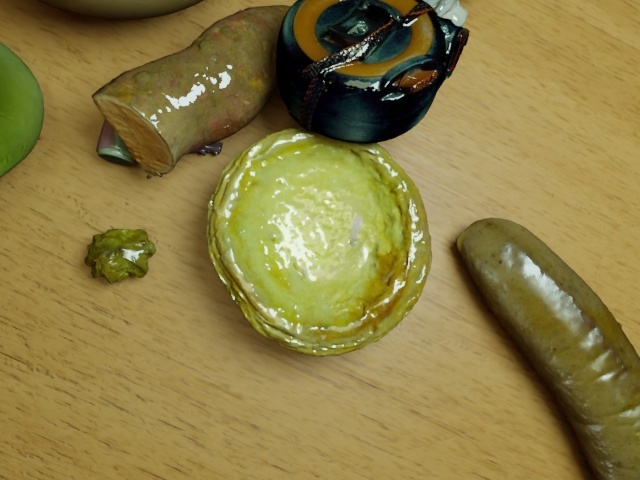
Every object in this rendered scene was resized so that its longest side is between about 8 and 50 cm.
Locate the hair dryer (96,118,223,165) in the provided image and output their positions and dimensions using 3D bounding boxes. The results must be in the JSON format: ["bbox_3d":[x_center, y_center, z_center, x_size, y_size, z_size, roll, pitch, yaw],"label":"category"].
[{"bbox_3d":[-0.210,-0.141,0.732,0.154,0.054,0.106,15,77,-16],"label":"hair dryer"}]

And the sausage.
[{"bbox_3d":[0.359,0.177,0.732,0.136,0.123,0.501,-31,89,20],"label":"sausage"}]

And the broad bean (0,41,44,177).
[{"bbox_3d":[-0.465,-0.148,0.616,0.238,0.119,0.291,42,50,-2],"label":"broad bean"}]

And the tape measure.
[{"bbox_3d":[0.052,-0.221,0.657,0.202,0.135,0.223,30,60,15],"label":"tape measure"}]

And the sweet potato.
[{"bbox_3d":[-0.113,-0.214,0.701,0.337,0.131,0.131,-40,90,-24],"label":"sweet potato"}]

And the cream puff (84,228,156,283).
[{"bbox_3d":[-0.256,0.017,0.696,0.083,0.058,0.083,26,80,-3],"label":"cream puff"}]

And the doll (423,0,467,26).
[{"bbox_3d":[0.089,-0.366,0.750,0.293,0.138,0.119,41,47,-5],"label":"doll"}]

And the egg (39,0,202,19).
[{"bbox_3d":[-0.248,-0.411,0.621,0.374,0.301,0.301,15,82,-12],"label":"egg"}]

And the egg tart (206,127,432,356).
[{"bbox_3d":[0.000,0.000,0.703,0.294,0.123,0.294,1,84,-5],"label":"egg tart"}]
